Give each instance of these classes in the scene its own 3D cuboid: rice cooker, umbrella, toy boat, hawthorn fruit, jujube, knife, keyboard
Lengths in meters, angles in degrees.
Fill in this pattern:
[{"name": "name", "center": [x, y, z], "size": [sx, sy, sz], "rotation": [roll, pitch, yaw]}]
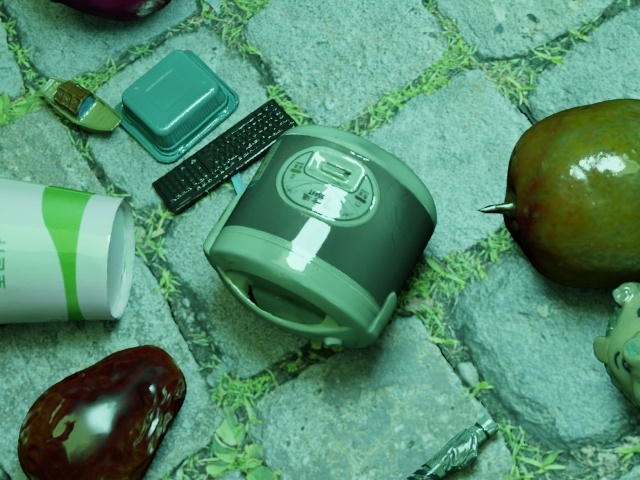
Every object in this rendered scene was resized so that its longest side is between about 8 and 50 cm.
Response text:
[{"name": "rice cooker", "center": [-0.001, 0.002, 1.575], "size": [0.288, 0.288, 0.277], "rotation": [26, 72, 18]}, {"name": "umbrella", "center": [0.174, 0.316, 1.534], "size": [0.188, 0.046, 0.050], "rotation": [-36, 58, -13]}, {"name": "toy boat", "center": [-0.402, -0.227, 1.853], "size": [0.172, 0.066, 0.065], "rotation": [31, 72, 20]}, {"name": "hawthorn fruit", "center": [0.374, -0.063, 1.562], "size": [0.301, 0.268, 0.267], "rotation": [-3, 66, 13]}, {"name": "jujube", "center": [-0.307, 0.263, 1.574], "size": [0.190, 0.190, 0.255], "rotation": [36, 59, 21]}, {"name": "knife", "center": [-0.126, -0.075, 1.774], "size": [0.027, 0.010, 0.096], "rotation": [-22, 62, -1]}, {"name": "keyboard", "center": [-0.155, -0.138, 1.797], "size": [0.250, 0.017, 0.087], "rotation": [-36, 57, -8]}]

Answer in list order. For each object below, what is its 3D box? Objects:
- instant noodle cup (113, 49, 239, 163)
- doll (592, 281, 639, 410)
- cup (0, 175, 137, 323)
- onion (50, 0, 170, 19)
[{"name": "instant noodle cup", "center": [-0.244, -0.235, 1.832], "size": [0.179, 0.070, 0.157], "rotation": [-42, 68, -12]}, {"name": "doll", "center": [0.526, 0.185, 1.434], "size": [0.247, 0.247, 0.349], "rotation": [-44, 60, -11]}, {"name": "cup", "center": [-0.431, 0.018, 1.661], "size": [0.274, 0.253, 0.253], "rotation": [3, 67, 3]}, {"name": "onion", "center": [-0.290, -0.571, 1.887], "size": [0.420, 0.398, 0.398], "rotation": [-4, 56, -41]}]
